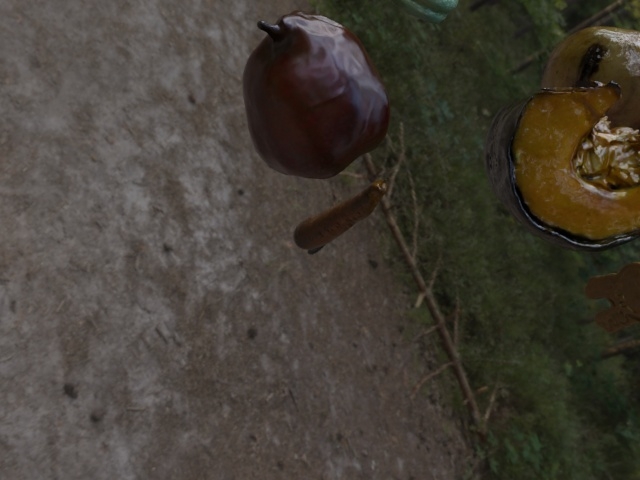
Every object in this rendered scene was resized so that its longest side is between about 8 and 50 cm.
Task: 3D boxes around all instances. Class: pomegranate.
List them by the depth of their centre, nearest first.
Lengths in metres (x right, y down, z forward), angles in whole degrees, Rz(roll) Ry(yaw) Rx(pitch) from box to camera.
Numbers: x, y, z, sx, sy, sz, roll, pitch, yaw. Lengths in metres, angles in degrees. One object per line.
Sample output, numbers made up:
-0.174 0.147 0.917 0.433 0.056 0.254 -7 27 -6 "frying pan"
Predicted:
0.717 -0.394 1.589 0.322 0.322 0.322 38 36 -35 "pomegranate"

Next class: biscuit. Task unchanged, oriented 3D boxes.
0.708 0.124 1.422 0.040 0.236 0.144 -11 77 -32 "biscuit"

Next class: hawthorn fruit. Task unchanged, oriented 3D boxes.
-0.018 -0.207 0.870 0.248 0.208 0.208 62 19 -50 "hawthorn fruit"

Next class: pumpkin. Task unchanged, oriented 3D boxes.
0.430 -0.125 1.096 0.303 0.256 0.225 59 14 -3 "pumpkin"

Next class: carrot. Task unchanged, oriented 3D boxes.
0.035 -0.041 1.090 0.059 0.248 0.059 19 58 -33 "carrot"

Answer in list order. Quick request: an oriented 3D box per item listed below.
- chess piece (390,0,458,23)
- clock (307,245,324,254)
0.204 -0.494 0.949 0.175 0.298 0.176 25 34 -19 "chess piece"
0.000 0.000 1.362 0.010 0.074 0.083 46 42 -21 "clock"
